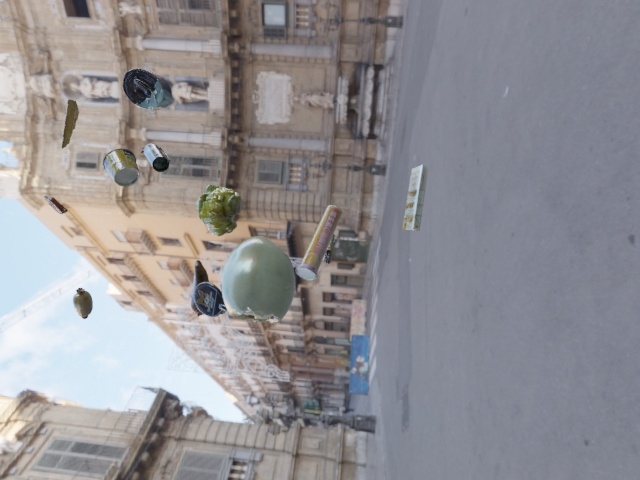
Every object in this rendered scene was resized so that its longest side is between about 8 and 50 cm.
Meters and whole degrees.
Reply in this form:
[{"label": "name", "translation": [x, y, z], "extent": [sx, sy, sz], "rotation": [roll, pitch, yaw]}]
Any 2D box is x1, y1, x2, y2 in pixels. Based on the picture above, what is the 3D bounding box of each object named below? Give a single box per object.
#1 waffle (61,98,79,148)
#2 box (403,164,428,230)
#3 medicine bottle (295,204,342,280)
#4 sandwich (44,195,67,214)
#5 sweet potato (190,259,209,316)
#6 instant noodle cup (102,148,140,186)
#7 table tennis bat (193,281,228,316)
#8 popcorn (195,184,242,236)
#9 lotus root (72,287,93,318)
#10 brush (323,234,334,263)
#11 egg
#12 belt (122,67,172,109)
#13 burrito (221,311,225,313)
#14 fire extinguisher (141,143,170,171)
[{"label": "waffle", "translation": [-0.927, -0.413, 1.493], "extent": [0.125, 0.032, 0.191], "rotation": [-10, 74, 63]}, {"label": "box", "translation": [0.331, -0.145, 1.406], "extent": [0.122, 0.032, 0.221], "rotation": [-156, 73, -84]}, {"label": "medicine bottle", "translation": [0.000, 0.000, 2.039], "extent": [0.108, 0.108, 0.426], "rotation": [89, -160, -53]}, {"label": "sandwich", "translation": [-1.036, -0.140, 1.576], "extent": [0.026, 0.101, 0.069], "rotation": [-51, 17, -29]}, {"label": "sweet potato", "translation": [-0.626, 0.249, 2.105], "extent": [0.097, 0.097, 0.292], "rotation": [71, -163, -80]}, {"label": "instant noodle cup", "translation": [-0.914, -0.330, 1.865], "extent": [0.122, 0.151, 0.151], "rotation": [55, 162, 30]}, {"label": "table tennis bat", "translation": [-0.429, 0.259, 1.666], "extent": [0.027, 0.236, 0.150], "rotation": [-25, -48, -62]}, {"label": "popcorn", "translation": [-0.536, -0.155, 2.140], "extent": [0.276, 0.225, 0.277], "rotation": [-31, -44, -36]}, {"label": "lotus root", "translation": [-0.937, 0.245, 1.594], "extent": [0.073, 0.062, 0.150], "rotation": [-61, -19, -59]}, {"label": "brush", "translation": [0.048, 0.048, 2.292], "extent": [0.036, 0.043, 0.248], "rotation": [-53, -19, -38]}, {"label": "egg", "translation": [-0.234, 0.143, 1.540], "extent": [0.278, 0.278, 0.336], "rotation": [86, -175, -64]}, {"label": "belt", "translation": [-0.703, -0.611, 1.642], "extent": [0.151, 0.198, 0.078], "rotation": [-65, -7, 19]}, {"label": "burrito", "translation": [-0.601, 0.371, 2.205], "extent": [0.087, 0.226, 0.060], "rotation": [-53, -54, -43]}, {"label": "fire extinguisher", "translation": [-0.928, -0.478, 2.260], "extent": [0.294, 0.118, 0.093], "rotation": [44, 156, 44]}]
